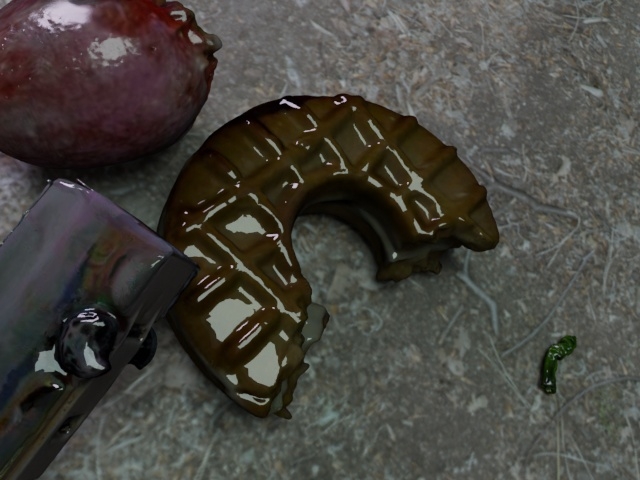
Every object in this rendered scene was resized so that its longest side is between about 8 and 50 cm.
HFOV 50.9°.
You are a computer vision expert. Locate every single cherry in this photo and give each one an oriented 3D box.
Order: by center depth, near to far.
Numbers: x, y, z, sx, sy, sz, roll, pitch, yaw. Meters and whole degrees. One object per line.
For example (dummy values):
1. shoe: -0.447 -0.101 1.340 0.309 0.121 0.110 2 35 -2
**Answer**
1. cherry: -0.220 -0.154 0.619 0.250 0.175 0.192 -25 70 -25

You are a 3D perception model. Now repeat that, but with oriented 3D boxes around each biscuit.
1. biscuit: -0.005 -0.018 0.676 0.366 0.115 0.268 -36 85 -29

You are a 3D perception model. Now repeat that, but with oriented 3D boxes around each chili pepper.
1. chili pepper: 0.271 0.136 0.767 0.027 0.022 0.083 22 58 27

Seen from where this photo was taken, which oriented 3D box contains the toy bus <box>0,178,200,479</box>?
1. toy bus: -0.233 0.108 0.498 0.138 0.112 0.317 37 81 8
